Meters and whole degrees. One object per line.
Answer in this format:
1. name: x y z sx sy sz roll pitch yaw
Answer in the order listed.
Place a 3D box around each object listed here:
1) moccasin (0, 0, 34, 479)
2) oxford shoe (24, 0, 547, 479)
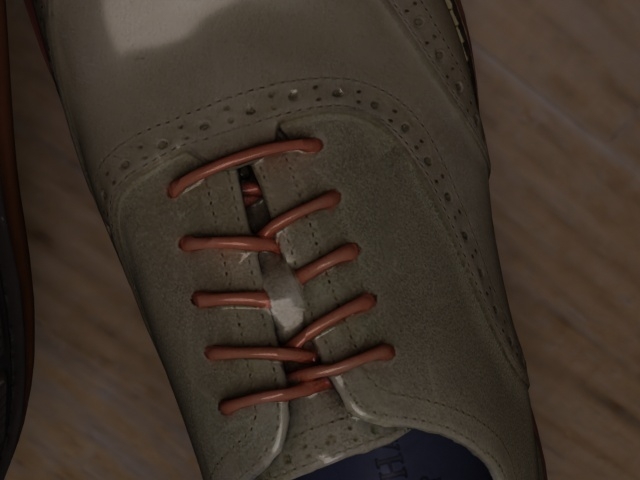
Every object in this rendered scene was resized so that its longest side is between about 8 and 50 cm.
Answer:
1. moccasin: -0.172 -0.026 0.572 0.139 0.147 0.380 -10 124 -17
2. oxford shoe: 0.000 0.000 0.585 0.140 0.146 0.397 -21 111 7
